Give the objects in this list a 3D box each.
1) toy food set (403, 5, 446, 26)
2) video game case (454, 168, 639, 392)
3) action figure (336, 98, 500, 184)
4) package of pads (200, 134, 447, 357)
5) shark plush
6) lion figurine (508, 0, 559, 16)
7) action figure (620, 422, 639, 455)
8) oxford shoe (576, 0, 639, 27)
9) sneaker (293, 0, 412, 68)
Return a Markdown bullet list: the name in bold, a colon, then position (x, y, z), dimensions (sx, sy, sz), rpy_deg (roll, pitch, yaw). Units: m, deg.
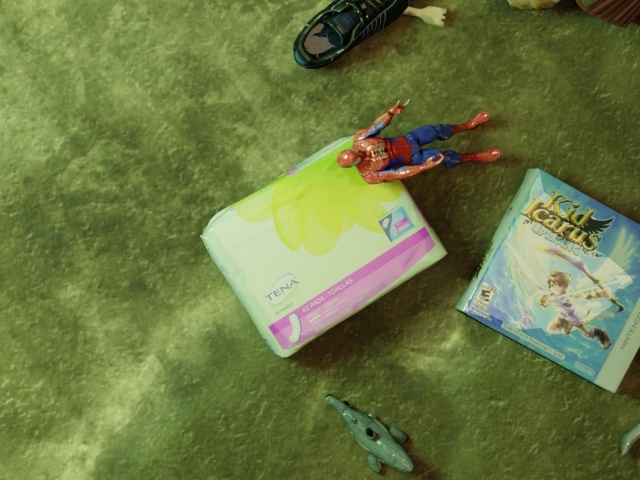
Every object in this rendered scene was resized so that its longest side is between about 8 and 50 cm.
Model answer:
- **toy food set**: position (0.147, -0.425, 1.918), dimensions (0.132, 0.038, 0.192), rpy_deg (12, 101, -1)
- **video game case**: position (0.379, 0.060, 1.941), dimensions (0.269, 0.061, 0.244), rpy_deg (28, 88, -6)
- **action figure**: position (0.154, -0.141, 1.812), dimensions (0.280, 0.139, 0.091), rpy_deg (-12, 82, -33)
- **package of pads**: position (0.000, 0.000, 1.878), dimensions (0.296, 0.101, 0.229), rpy_deg (-33, 95, -5)
- **shark plush**: position (0.077, 0.279, 1.911), dimensions (0.073, 0.067, 0.161), rpy_deg (-36, 95, -4)
- **lion figurine**: position (0.316, -0.538, 1.856), dimensions (0.240, 0.142, 0.392), rpy_deg (19, 89, -44)
- **action figure**: position (0.643, 0.333, 1.858), dimensions (0.330, 0.341, 0.178), rpy_deg (18, 74, -6)
- **oxford shoe**: position (0.535, -0.363, 1.917), dimensions (0.348, 0.123, 0.130), rpy_deg (22, 53, -21)
- **sneaker**: position (0.058, -0.329, 1.868), dimensions (0.232, 0.090, 0.081), rpy_deg (-41, 96, 4)
